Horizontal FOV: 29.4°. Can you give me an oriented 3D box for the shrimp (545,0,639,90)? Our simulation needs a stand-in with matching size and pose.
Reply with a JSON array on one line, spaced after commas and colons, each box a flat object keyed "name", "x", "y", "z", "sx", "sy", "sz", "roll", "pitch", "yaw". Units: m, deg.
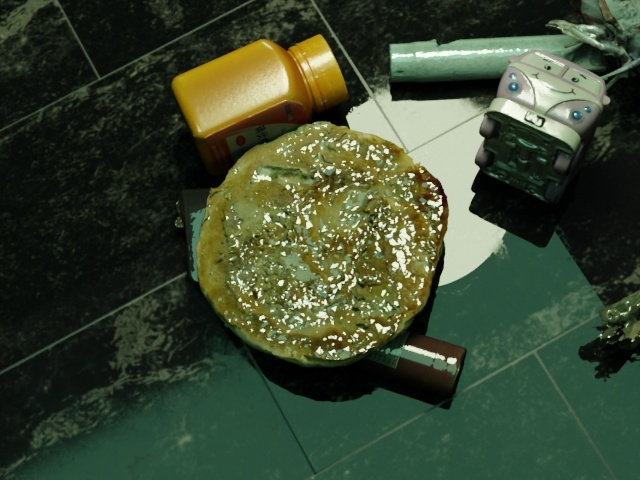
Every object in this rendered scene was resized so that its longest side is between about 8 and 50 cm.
[{"name": "shrimp", "x": 0.400, "y": -0.283, "z": 1.646, "sx": 0.372, "sy": 0.137, "sz": 0.172, "roll": 23, "pitch": 73, "yaw": -13}]

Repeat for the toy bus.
[{"name": "toy bus", "x": 0.294, "y": -0.155, "z": 1.629, "sx": 0.142, "sy": 0.202, "sz": 0.142, "roll": 29, "pitch": 73, "yaw": 13}]

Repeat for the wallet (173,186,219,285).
[{"name": "wallet", "x": -0.077, "y": -0.013, "z": 1.691, "sx": 0.250, "sy": 0.044, "sz": 0.149, "roll": -8, "pitch": 73, "yaw": 0}]

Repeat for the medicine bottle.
[{"name": "medicine bottle", "x": -0.081, "y": -0.196, "z": 1.696, "sx": 0.222, "sy": 0.149, "sz": 0.112, "roll": -24, "pitch": 69, "yaw": -4}]

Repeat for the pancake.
[{"name": "pancake", "x": 0.000, "y": -0.001, "z": 1.621, "sx": 0.356, "sy": 0.065, "sz": 0.356, "roll": -1, "pitch": 66, "yaw": 2}]

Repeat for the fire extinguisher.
[{"name": "fire extinguisher", "x": 0.070, "y": 0.153, "z": 1.604, "sx": 0.231, "sy": 0.071, "sz": 0.099, "roll": 15, "pitch": 59, "yaw": 9}]

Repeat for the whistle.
[{"name": "whistle", "x": 0.251, "y": -0.260, "z": 1.742, "sx": 0.312, "sy": 0.062, "sz": 0.062, "roll": -2, "pitch": 71, "yaw": 3}]

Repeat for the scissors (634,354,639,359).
[{"name": "scissors", "x": 0.456, "y": 0.149, "z": 1.615, "sx": 0.083, "sy": 0.006, "sz": 0.036, "roll": -11, "pitch": 72, "yaw": 0}]

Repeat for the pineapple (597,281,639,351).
[{"name": "pineapple", "x": 0.514, "y": 0.023, "z": 1.572, "sx": 0.361, "sy": 0.175, "sz": 0.175, "roll": -29, "pitch": 72, "yaw": -6}]
